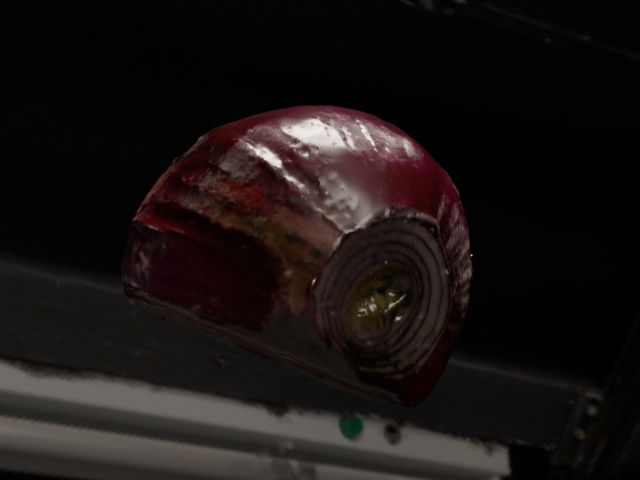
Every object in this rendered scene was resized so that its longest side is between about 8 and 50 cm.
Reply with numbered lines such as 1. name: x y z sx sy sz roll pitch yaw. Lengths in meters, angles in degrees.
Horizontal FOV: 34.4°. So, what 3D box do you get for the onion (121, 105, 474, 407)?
1. onion: 0.000 0.000 0.973 0.336 0.282 0.260 26 -95 -23
